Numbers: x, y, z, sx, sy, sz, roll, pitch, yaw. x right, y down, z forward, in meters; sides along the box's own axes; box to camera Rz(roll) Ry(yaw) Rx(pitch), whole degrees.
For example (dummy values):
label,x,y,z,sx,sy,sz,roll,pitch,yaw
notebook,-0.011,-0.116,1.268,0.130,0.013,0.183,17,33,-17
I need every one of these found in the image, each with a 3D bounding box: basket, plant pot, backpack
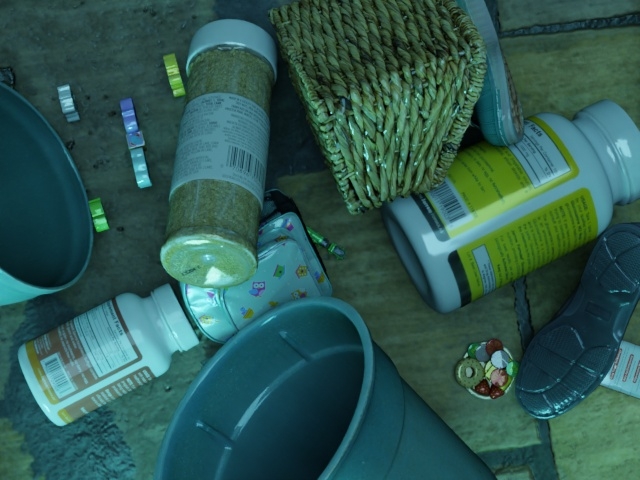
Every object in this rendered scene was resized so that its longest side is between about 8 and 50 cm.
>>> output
label,x,y,z,sx,sy,sz,roll,pitch,yaw
basket,0.089,-0.190,1.532,0.223,0.299,0.213,-22,128,-2
plant pot,-0.457,-0.036,1.517,0.196,0.293,0.293,-25,89,21
backpack,-0.093,0.050,1.579,0.188,0.144,0.166,-23,124,2
plant pot,0.034,0.297,1.466,0.334,0.341,0.341,40,84,-31

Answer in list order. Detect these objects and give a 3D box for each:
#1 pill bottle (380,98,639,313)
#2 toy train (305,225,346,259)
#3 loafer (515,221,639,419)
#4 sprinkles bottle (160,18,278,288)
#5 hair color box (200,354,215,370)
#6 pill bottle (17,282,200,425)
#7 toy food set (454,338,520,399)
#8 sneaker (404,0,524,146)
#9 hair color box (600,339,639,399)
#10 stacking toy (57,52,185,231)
label,x,y,z,sx,sy,sz,roll,pitch,yaw
pill bottle,0.262,-0.053,1.597,0.334,0.188,0.188,-26,89,-5
toy train,0.000,0.000,1.656,0.083,0.024,0.017,33,85,-2
loafer,0.369,0.110,1.623,0.109,0.095,0.302,34,112,20
sprinkles bottle,-0.125,-0.116,1.526,0.121,0.121,0.355,6,56,-4
hair color box,-0.074,0.158,1.606,0.167,0.093,0.053,-20,93,-6
pill bottle,-0.275,0.144,1.580,0.216,0.121,0.121,-27,89,-6
toy food set,0.233,0.179,1.665,0.083,0.020,0.082,38,85,-1
sneaker,0.187,-0.224,1.594,0.121,0.108,0.302,-20,46,11
hair color box,0.442,0.183,1.669,0.141,0.043,0.072,20,86,-4
stacking toy,-0.246,-0.131,1.608,0.167,0.052,0.221,-16,73,-4
